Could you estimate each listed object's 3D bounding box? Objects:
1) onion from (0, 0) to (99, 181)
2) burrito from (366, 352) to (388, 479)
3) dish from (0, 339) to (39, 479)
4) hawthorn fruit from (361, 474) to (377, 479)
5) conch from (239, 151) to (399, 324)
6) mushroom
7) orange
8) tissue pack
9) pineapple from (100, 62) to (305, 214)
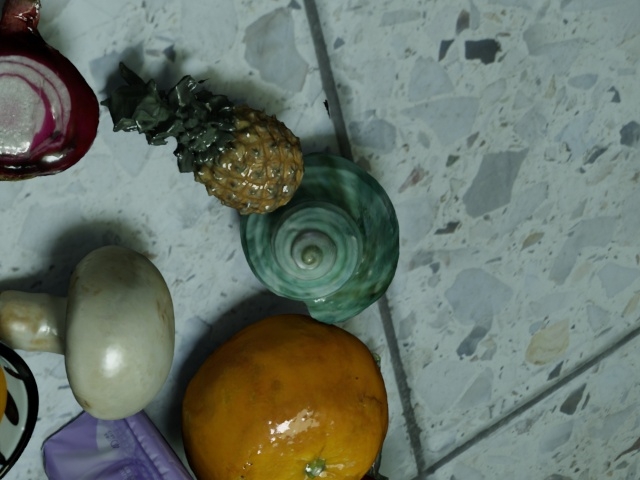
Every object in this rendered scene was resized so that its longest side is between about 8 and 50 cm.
[{"bbox_3d":[-0.319,-0.156,1.555,0.173,0.135,0.198,8,78,-21],"label":"onion"},{"bbox_3d":[0.061,0.274,2.172,0.066,0.096,0.309,2,129,10],"label":"burrito"},{"bbox_3d":[-0.469,0.184,1.681,0.303,0.120,0.303,-20,131,-24],"label":"dish"},{"bbox_3d":[0.024,0.445,2.096,0.369,0.285,0.285,-24,140,18],"label":"hawthorn fruit"},{"bbox_3d":[0.000,0.000,1.861,0.195,0.277,0.220,2,93,5],"label":"conch"},{"bbox_3d":[-0.263,0.116,1.738,0.209,0.206,0.206,-24,133,-12],"label":"mushroom"},{"bbox_3d":[-0.047,0.228,1.951,0.284,0.226,0.284,-20,137,-20],"label":"orange"},{"bbox_3d":[-0.197,0.386,1.878,0.160,0.338,0.242,-35,135,-8],"label":"tissue pack"},{"bbox_3d":[-0.132,-0.120,1.712,0.248,0.128,0.128,29,101,-41],"label":"pineapple"}]
